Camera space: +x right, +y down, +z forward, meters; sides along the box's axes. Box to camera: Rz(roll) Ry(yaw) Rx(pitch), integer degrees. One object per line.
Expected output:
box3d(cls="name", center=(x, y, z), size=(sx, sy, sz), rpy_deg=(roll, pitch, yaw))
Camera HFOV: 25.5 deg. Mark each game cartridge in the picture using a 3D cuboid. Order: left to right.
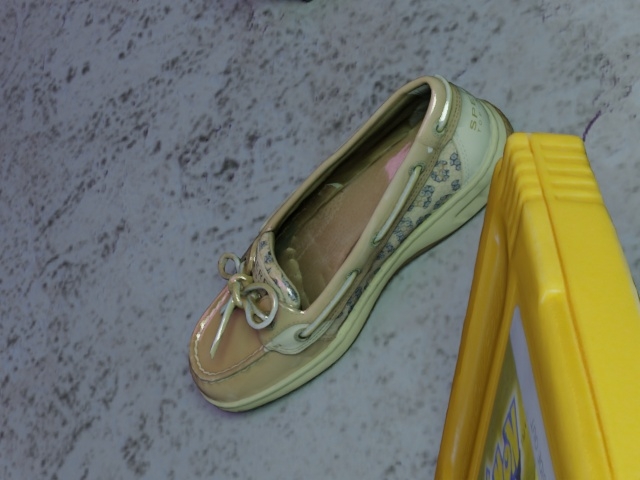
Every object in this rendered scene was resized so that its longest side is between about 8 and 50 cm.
box3d(cls="game cartridge", center=(0.100, 0.147, 0.649), size=(0.323, 0.053, 0.285), rpy_deg=(-96, 10, -51))

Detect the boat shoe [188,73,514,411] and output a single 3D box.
box3d(cls="boat shoe", center=(0.000, 0.000, 0.944), size=(0.285, 0.089, 0.104), rpy_deg=(-47, 50, 15))
